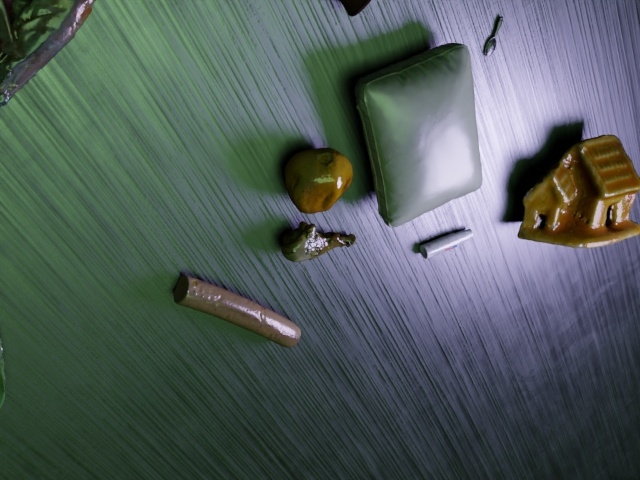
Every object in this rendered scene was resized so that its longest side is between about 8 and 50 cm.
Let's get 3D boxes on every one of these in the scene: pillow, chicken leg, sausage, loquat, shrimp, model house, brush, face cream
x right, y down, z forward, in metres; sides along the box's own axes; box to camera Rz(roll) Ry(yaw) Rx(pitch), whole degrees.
[{"bbox_3d":[0.199,-0.201,1.374,0.255,0.120,0.323,-25,122,-16],"label":"pillow"},{"bbox_3d":[0.000,0.000,1.409,0.178,0.070,0.093,-2,133,-36],"label":"chicken leg"},{"bbox_3d":[-0.157,0.148,1.406,0.301,0.066,0.066,28,100,-37],"label":"sausage"},{"bbox_3d":[-0.005,-0.111,1.322,0.137,0.113,0.137,-27,146,-20],"label":"loquat"},{"bbox_3d":[-0.441,-0.326,1.014,0.164,0.062,0.317,33,93,-32],"label":"shrimp"},{"bbox_3d":[0.592,-0.114,1.592,0.267,0.173,0.239,-14,121,-24],"label":"model house"},{"bbox_3d":[0.351,-0.411,1.413,0.024,0.008,0.083,7,112,-27],"label":"brush"},{"bbox_3d":[0.288,0.004,1.581,0.130,0.034,0.034,-22,123,-17],"label":"face cream"}]

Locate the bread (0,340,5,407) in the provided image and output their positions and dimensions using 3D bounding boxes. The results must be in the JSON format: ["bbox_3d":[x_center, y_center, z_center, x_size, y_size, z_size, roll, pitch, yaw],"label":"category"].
[{"bbox_3d":[-0.688,0.233,1.184,0.301,0.045,0.302,-11,117,-22],"label":"bread"}]

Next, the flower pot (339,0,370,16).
[{"bbox_3d":[0.048,-0.451,1.183,0.089,0.111,0.111,31,99,-23],"label":"flower pot"}]
